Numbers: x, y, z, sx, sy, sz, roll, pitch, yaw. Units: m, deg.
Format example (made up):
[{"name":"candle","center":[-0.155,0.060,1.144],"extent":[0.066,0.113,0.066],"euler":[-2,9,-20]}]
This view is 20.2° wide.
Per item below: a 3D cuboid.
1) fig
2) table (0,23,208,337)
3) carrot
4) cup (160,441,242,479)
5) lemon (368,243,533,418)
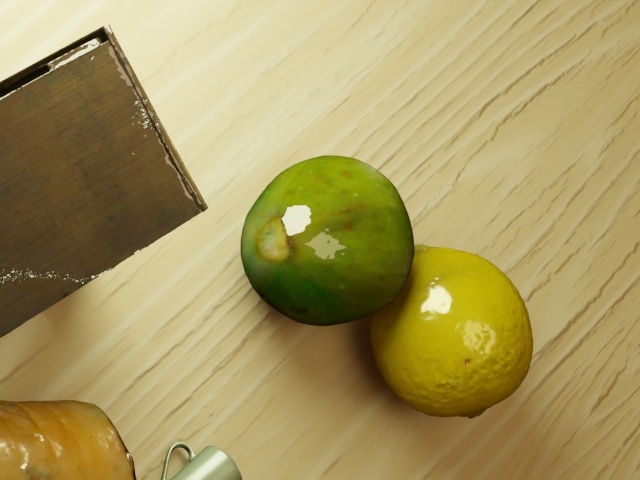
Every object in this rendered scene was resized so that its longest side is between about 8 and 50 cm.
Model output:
[{"name":"fig","center":[0.000,0.000,1.886],"extent":[0.191,0.181,0.181],"euler":[-4,84,-63]},{"name":"table","center":[-0.307,-0.030,1.647],"extent":[0.282,0.251,0.196],"euler":[-34,102,-32]},{"name":"carrot","center":[-0.340,0.243,1.597],"extent":[0.341,0.224,0.224],"euler":[-4,85,-38]},{"name":"cup","center":[-0.132,0.247,1.835],"extent":[0.083,0.054,0.075],"euler":[-37,104,-30]},{"name":"lemon","center":[0.141,0.098,1.969],"extent":[0.178,0.178,0.203],"euler":[-22,93,-34]}]
